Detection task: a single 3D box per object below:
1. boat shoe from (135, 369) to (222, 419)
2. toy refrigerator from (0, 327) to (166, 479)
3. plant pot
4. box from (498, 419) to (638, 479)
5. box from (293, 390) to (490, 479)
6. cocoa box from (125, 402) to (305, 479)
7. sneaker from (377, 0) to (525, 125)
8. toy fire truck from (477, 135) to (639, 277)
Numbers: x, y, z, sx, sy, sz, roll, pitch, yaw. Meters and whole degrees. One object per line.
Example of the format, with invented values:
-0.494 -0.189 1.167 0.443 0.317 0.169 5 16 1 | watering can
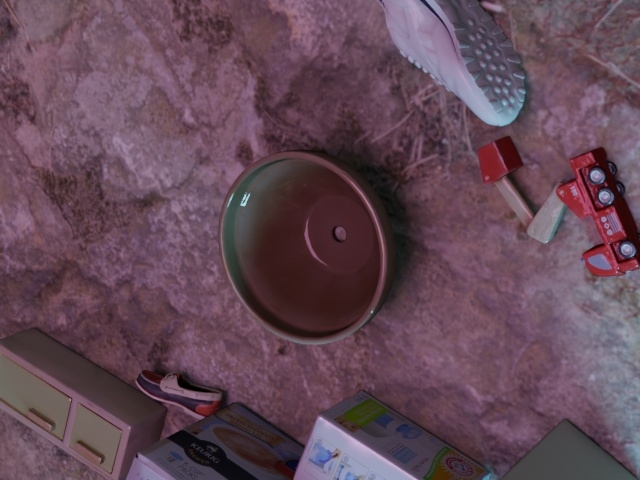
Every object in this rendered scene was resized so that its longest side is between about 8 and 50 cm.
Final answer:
-0.198 0.209 1.669 0.137 0.049 0.043 22 109 23 | boat shoe
-0.367 0.240 1.751 0.270 0.094 0.102 27 114 23 | toy refrigerator
0.000 0.000 1.463 0.237 0.110 0.237 8 107 29 | plant pot
0.221 0.325 1.284 0.121 0.311 0.148 39 119 18 | box
0.089 0.292 1.474 0.203 0.114 0.103 30 114 23 | box
-0.074 0.415 1.534 0.347 0.228 0.231 31 115 22 | cocoa box
0.143 -0.222 1.350 0.095 0.090 0.235 -41 75 44 | sneaker
0.270 -0.039 1.327 0.135 0.047 0.192 -23 90 33 | toy fire truck
